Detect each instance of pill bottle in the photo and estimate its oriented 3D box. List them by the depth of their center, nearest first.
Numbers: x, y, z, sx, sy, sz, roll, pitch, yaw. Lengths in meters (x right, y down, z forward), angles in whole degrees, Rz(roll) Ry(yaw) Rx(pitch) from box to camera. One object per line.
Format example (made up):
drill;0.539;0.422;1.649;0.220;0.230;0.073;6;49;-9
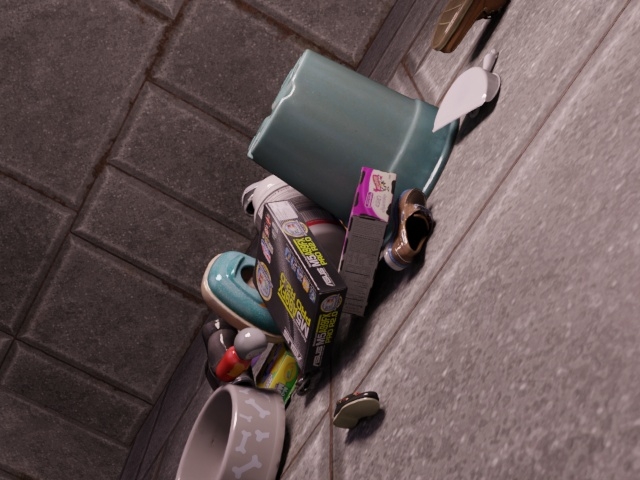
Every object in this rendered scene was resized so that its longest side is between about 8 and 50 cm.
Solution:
pill bottle;-0.051;-0.028;1.844;0.176;0.176;0.318;-58;34;17

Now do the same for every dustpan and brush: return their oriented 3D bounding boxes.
dustpan and brush;0.297;-0.298;1.532;0.147;0.060;0.211;-26;41;52

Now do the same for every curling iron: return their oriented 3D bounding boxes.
curling iron;-0.018;0.238;1.665;0.068;0.035;0.274;-40;12;15

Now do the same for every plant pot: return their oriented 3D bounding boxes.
plant pot;0.051;-0.203;1.663;0.341;0.334;0.341;-58;10;16

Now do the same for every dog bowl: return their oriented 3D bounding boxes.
dog bowl;-0.195;0.449;1.620;0.348;0.102;0.348;-54;22;33

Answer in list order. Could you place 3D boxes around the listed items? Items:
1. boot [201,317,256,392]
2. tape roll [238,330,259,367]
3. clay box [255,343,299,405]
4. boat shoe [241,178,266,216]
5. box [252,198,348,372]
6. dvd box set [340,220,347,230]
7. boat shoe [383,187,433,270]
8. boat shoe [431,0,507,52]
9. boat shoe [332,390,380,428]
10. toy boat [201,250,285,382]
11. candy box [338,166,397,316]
boot;-0.202;0.360;1.905;0.338;0.118;0.222;78;170;-50
tape roll;-0.210;0.286;2.341;0.189;0.080;0.189;-57;10;16
clay box;-0.091;0.297;1.798;0.127;0.053;0.222;-61;9;3
boat shoe;-0.062;-0.145;2.079;0.306;0.113;0.105;-19;20;1
box;-0.048;0.084;1.563;0.270;0.060;0.216;57;146;40
dvd box set;0.000;0.000;2.133;0.307;0.062;0.420;-50;15;48
boat shoe;0.166;-0.028;1.416;0.066;0.066;0.183;-35;30;45
boat shoe;0.351;-0.522;1.720;0.307;0.104;0.111;-60;19;0
boat shoe;0.054;0.250;1.225;0.133;0.049;0.042;127;160;-57
toy boat;-0.138;0.157;1.723;0.148;0.268;0.318;-51;15;36
candy box;0.081;0.004;1.501;0.159;0.071;0.233;-74;-3;-51
